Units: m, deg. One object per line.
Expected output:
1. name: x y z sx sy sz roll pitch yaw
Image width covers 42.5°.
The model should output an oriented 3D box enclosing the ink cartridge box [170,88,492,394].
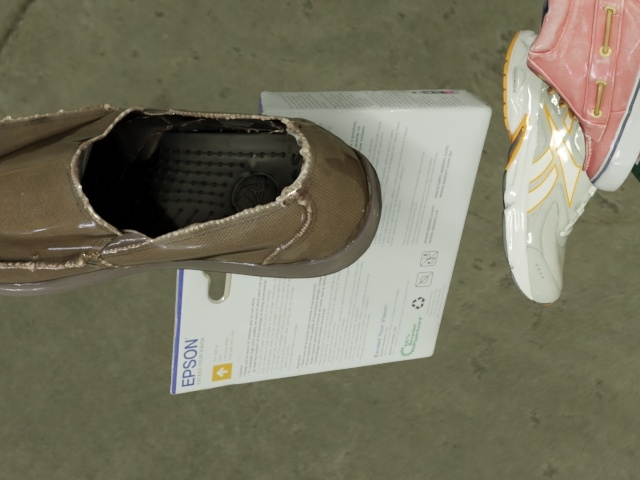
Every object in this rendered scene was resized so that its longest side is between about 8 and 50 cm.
1. ink cartridge box: 0.000 0.000 0.884 0.071 0.330 0.324 -126 38 -52

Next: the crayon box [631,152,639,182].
1. crayon box: 0.505 -0.174 0.890 0.318 0.202 0.081 -15 55 -13

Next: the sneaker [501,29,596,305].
1. sneaker: 0.235 -0.067 0.773 0.121 0.099 0.263 1 99 18

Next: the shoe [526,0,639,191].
1. shoe: 0.169 -0.102 0.514 0.081 0.178 0.063 15 59 13

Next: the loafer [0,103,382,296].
1. loafer: -0.146 -0.045 0.560 0.365 0.130 0.134 -4 71 11
